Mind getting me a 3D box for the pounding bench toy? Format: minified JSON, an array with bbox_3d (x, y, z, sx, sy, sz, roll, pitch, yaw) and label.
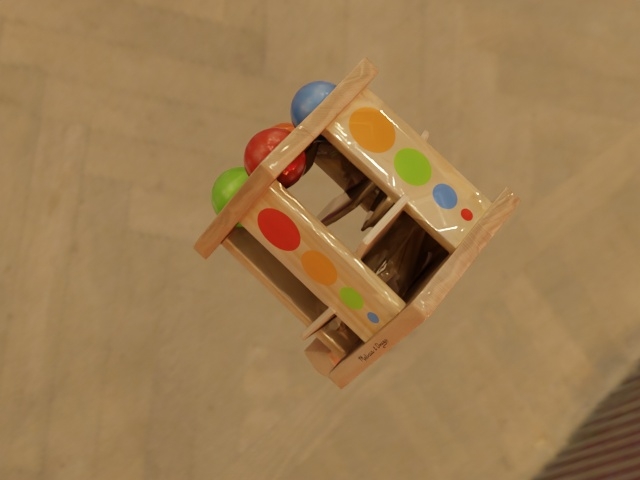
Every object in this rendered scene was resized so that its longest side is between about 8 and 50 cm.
[{"bbox_3d":[0.000,0.000,0.461,0.065,0.083,0.052,43,53,-1],"label":"pounding bench toy"}]
